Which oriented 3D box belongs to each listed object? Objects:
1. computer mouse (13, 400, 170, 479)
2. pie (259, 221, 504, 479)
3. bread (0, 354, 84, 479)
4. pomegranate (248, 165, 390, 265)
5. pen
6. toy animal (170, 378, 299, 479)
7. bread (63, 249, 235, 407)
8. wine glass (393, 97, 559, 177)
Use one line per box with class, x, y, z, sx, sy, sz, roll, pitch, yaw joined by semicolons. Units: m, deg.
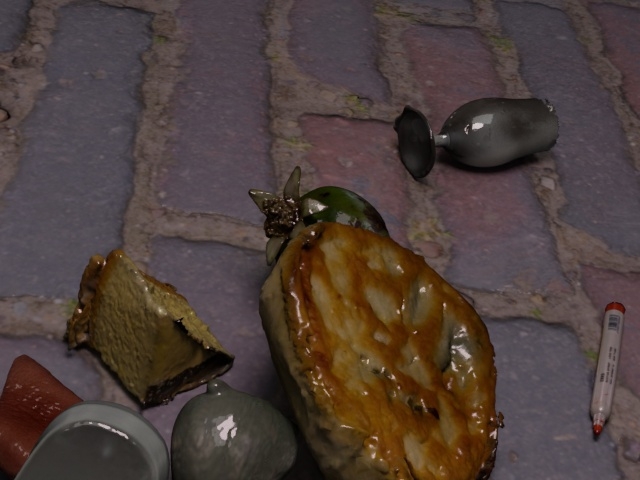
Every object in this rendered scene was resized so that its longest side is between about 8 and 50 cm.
computer mouse;-0.211;0.246;0.905;0.128;0.079;0.230;28;74;0
pie;0.067;0.121;1.083;0.315;0.092;0.315;25;44;-27
bread;-0.252;0.188;1.008;0.192;0.067;0.119;36;41;25
pomegranate;0.007;-0.001;1.222;0.149;0.169;0.148;-6;69;16
pen;0.328;0.146;1.236;0.026;0.026;0.218;18;39;8
toy animal;-0.102;0.243;0.948;0.108;0.138;0.236;-4;45;32
bread;-0.171;0.082;1.140;0.152;0.127;0.147;-7;39;-48
wine glass;0.221;-0.150;1.518;0.222;0.103;0.103;-10;43;-25
